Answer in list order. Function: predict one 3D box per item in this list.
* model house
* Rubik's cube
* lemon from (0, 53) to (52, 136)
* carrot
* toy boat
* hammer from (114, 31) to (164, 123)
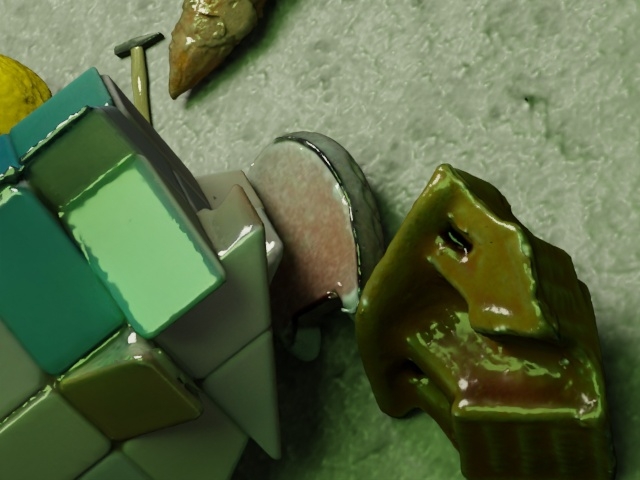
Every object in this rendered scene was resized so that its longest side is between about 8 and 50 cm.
[{"bbox_3d":[0.158,0.098,1.495,0.173,0.268,0.239,-36,54,-13],"label":"model house"},{"bbox_3d":[-0.215,0.066,1.601,0.387,0.368,0.358,-37,34,5],"label":"Rubik's cube"},{"bbox_3d":[-0.396,-0.113,1.916,0.260,0.204,0.204,-1,68,35],"label":"lemon"},{"bbox_3d":[-0.097,-0.268,1.891,0.102,0.102,0.263,33,93,36],"label":"carrot"},{"bbox_3d":[0.000,0.000,1.719,0.155,0.085,0.227,-31,63,34],"label":"toy boat"},{"bbox_3d":[-0.194,-0.142,1.926,0.062,0.013,0.199,-20,60,22],"label":"hammer"}]
